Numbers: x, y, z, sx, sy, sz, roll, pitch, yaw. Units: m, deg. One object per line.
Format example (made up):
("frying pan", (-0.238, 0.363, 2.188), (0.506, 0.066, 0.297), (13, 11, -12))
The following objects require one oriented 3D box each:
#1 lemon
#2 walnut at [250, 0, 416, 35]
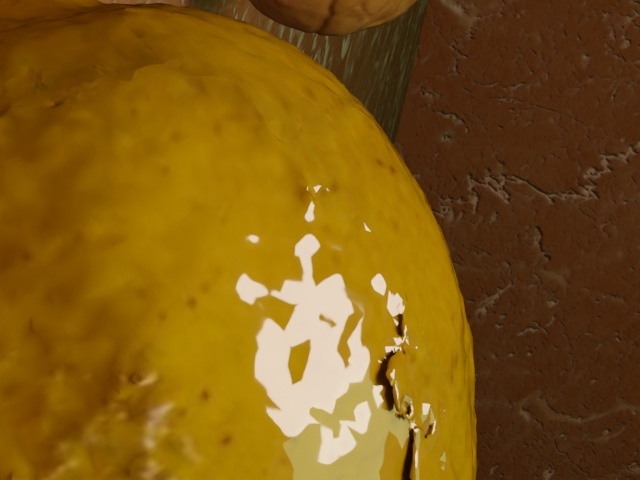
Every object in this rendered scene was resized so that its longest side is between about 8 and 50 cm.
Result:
("lemon", (-0.067, 0.056, 0.653), (0.253, 0.253, 0.310), (-49, 117, -77))
("walnut", (0.008, -0.226, 1.165), (0.165, 0.165, 0.197), (-67, 180, -48))
